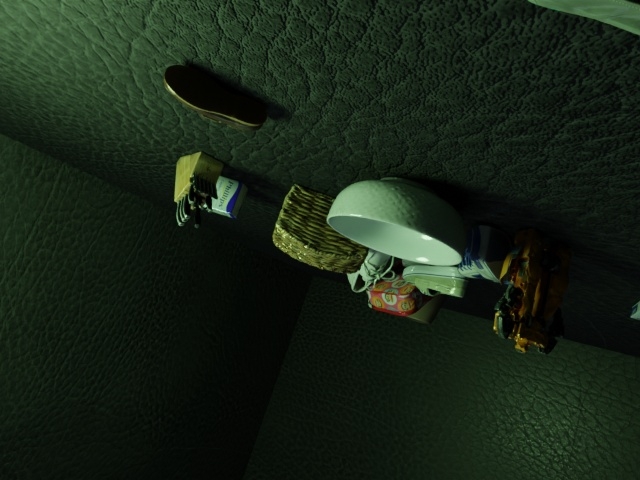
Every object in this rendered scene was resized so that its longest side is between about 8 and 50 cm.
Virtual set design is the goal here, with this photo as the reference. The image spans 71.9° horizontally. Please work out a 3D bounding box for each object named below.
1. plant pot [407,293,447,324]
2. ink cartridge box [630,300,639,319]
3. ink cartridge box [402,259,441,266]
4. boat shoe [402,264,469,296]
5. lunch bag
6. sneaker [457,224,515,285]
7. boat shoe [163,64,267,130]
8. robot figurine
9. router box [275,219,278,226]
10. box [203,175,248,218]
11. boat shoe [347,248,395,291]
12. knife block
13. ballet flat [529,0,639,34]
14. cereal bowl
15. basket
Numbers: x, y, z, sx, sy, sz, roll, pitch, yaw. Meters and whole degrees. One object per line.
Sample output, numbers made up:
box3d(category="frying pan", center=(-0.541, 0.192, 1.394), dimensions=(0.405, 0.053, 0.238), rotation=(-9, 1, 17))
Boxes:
box3d(category="plant pot", center=(0.479, 0.269, 2.097), dimensions=(0.263, 0.229, 0.263), rotation=(19, 171, 3))
box3d(category="ink cartridge box", center=(1.055, 0.223, 1.281), dimensions=(0.224, 0.045, 0.223), rotation=(13, 168, 29))
box3d(category="ink cartridge box", center=(0.366, 0.057, 1.565), dimensions=(0.140, 0.082, 0.190), rotation=(15, 168, 15))
box3d(category="boat shoe", center=(0.373, 0.139, 1.490), dimensions=(0.109, 0.094, 0.302), rotation=(18, 168, -21))
box3d(category="lunch bag", center=(0.325, 0.176, 1.772), dimensions=(0.258, 0.293, 0.120), rotation=(5, 119, 46))
box3d(category="sneaker", center=(0.461, 0.058, 1.263), dimensions=(0.182, 0.127, 0.316), rotation=(6, 166, 44))
box3d(category="boat shoe", center=(-0.211, -0.271, 0.877), dimensions=(0.207, 0.073, 0.073), rotation=(24, 167, -24))
box3d(category="robot figurine", center=(0.514, 0.131, 1.076), dimensions=(0.211, 0.290, 0.085), rotation=(23, 169, -18))
box3d(category="router box", center=(-0.095, -0.043, 1.997), dimensions=(0.133, 0.046, 0.179), rotation=(11, 168, 36))
box3d(category="box", center=(-0.352, -0.161, 1.598), dimensions=(0.137, 0.126, 0.072), rotation=(17, 168, 11))
box3d(category="boat shoe", center=(0.190, 0.102, 1.614), dimensions=(0.136, 0.156, 0.367), rotation=(4, 151, -20))
box3d(category="knife block", center=(-0.413, -0.153, 1.412), dimensions=(0.088, 0.241, 0.276), rotation=(27, 168, -35))
box3d(category="ballet flat", center=(0.270, -0.203, 0.353), dimensions=(0.214, 0.072, 0.068), rotation=(19, 166, 5))
box3d(category="cereal bowl", center=(0.194, -0.059, 1.081), dimensions=(0.339, 0.141, 0.339), rotation=(18, 170, 3))
box3d(category="basket", center=(0.000, 0.000, 1.409), dimensions=(0.300, 0.213, 0.223), rotation=(20, 150, -4))
